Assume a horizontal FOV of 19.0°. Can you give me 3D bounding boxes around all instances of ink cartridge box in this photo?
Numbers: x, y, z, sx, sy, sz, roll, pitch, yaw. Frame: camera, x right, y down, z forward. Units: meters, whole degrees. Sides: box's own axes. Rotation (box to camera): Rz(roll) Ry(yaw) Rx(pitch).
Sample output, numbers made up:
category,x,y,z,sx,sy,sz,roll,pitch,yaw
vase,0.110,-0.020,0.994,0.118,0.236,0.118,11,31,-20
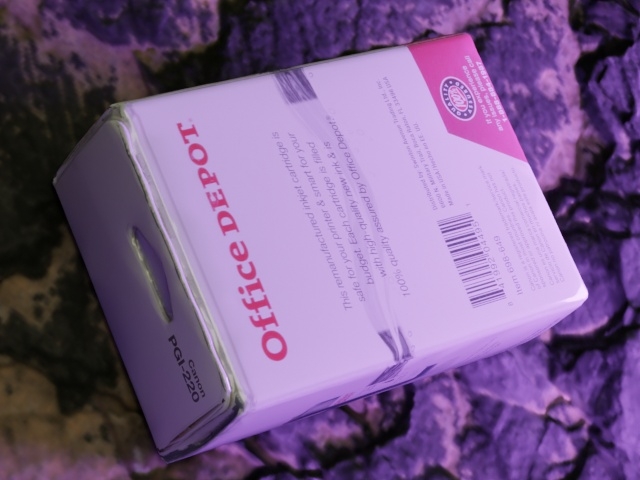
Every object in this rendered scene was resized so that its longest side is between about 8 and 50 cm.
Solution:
category,x,y,z,sx,sy,sz,roll,pitch,yaw
ink cartridge box,0.000,0.000,0.943,0.218,0.092,0.158,-14,75,-35
